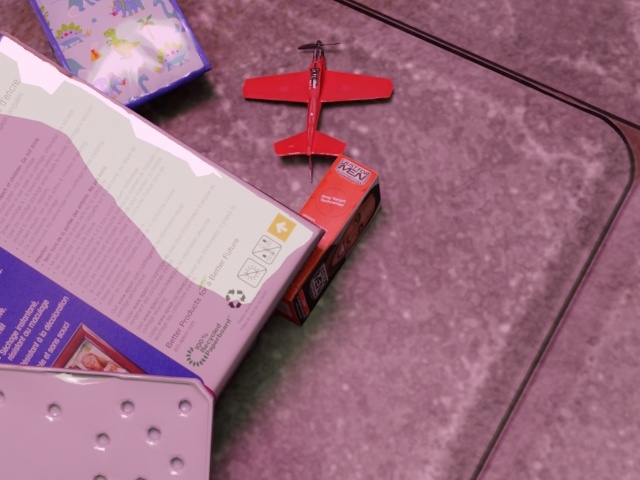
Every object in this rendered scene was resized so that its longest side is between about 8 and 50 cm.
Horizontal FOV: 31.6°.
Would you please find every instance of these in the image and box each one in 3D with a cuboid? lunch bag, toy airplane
[{"bbox_3d":[-0.190,-0.189,1.095,0.129,0.096,0.151,-28,58,-7],"label":"lunch bag"},{"bbox_3d":[-0.008,-0.130,1.090,0.151,0.028,0.151,-3,67,6],"label":"toy airplane"}]

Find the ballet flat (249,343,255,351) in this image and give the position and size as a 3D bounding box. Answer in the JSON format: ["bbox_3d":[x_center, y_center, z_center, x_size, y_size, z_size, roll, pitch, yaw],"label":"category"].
[{"bbox_3d":[-0.164,0.026,1.007,0.247,0.087,0.083,27,73,15],"label":"ballet flat"}]

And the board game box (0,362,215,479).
[{"bbox_3d":[-0.276,0.278,0.847,0.390,0.050,0.389,4,94,7],"label":"board game box"}]

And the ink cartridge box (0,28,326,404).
[{"bbox_3d":[-0.205,0.037,0.928,0.307,0.072,0.303,33,90,5],"label":"ink cartridge box"}]

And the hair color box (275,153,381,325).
[{"bbox_3d":[0.000,0.000,1.012,0.043,0.072,0.141,29,73,16],"label":"hair color box"}]
